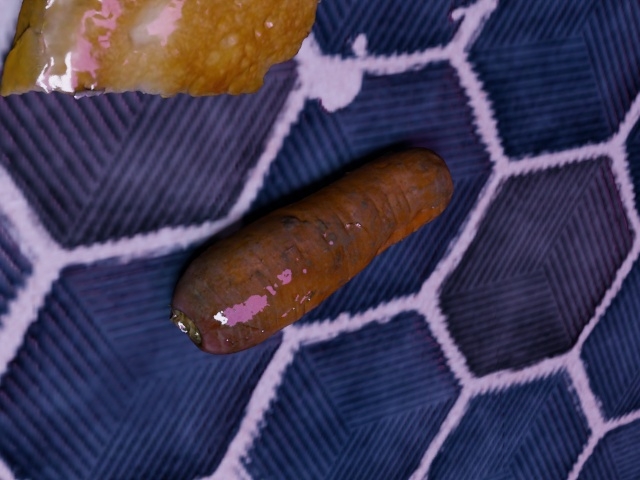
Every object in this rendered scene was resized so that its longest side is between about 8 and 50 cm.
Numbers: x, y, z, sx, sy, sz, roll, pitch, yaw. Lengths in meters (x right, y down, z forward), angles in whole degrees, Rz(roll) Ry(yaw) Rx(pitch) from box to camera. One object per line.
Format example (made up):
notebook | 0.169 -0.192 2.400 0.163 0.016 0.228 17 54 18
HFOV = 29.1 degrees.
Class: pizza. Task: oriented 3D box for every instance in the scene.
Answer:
pizza | -0.037 -0.154 0.572 0.271 0.056 0.134 -54 131 -4

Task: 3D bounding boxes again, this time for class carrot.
carrot | 0.000 0.000 0.683 0.186 0.060 0.060 -33 129 -23
